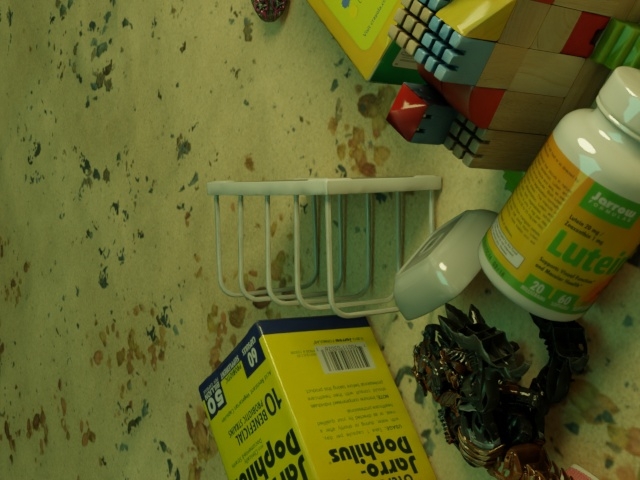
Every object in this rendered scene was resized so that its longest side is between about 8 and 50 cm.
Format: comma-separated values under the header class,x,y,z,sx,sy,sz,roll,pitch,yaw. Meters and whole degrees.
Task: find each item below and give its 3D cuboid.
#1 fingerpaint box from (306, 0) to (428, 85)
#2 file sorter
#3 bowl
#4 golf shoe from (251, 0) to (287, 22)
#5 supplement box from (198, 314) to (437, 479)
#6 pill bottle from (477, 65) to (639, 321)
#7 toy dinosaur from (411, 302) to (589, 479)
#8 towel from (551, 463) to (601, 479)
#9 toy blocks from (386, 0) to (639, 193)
class,x,y,z,sx,sy,sz,roll,pitch,yaw
fingerpaint box,0.132,-0.469,1.147,0.371,0.163,0.445,58,132,33
file sorter,0.000,0.000,1.301,0.277,0.193,0.173,4,97,52
bowl,0.148,0.022,1.135,0.053,0.142,0.142,45,151,-3
golf shoe,-0.088,-0.436,1.528,0.086,0.067,0.186,159,105,-84
supplement box,0.005,0.300,1.288,0.194,0.195,0.356,-49,53,40
pill bottle,0.277,-0.047,0.979,0.136,0.136,0.246,55,131,36
toy dinosaur,0.211,0.183,1.077,0.322,0.164,0.218,32,125,36
towel,0.252,0.325,0.991,0.144,0.197,0.029,35,147,47
toy blocks,0.194,-0.219,0.987,0.191,0.261,0.381,50,128,40
